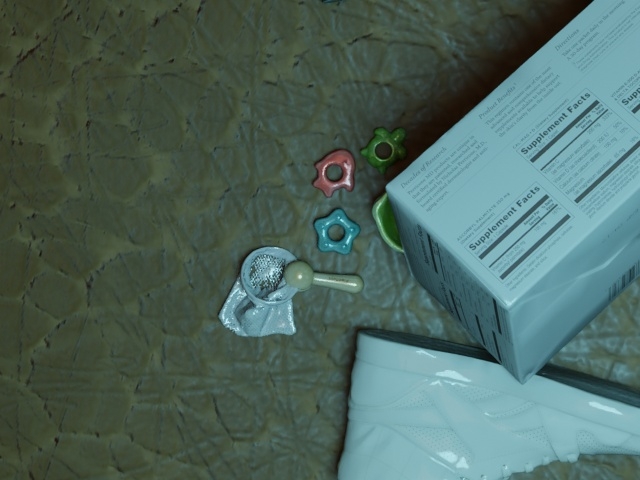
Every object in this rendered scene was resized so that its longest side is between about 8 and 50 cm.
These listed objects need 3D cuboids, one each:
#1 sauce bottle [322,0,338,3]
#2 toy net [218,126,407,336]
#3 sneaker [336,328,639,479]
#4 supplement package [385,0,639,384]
[{"bbox_3d":[0.001,-0.275,1.624,0.042,0.042,0.128,-10,93,3],"label":"sauce bottle"},{"bbox_3d":[0.000,0.000,1.630,0.232,0.045,0.122,-33,90,4],"label":"toy net"},{"bbox_3d":[0.160,0.188,1.603,0.292,0.108,0.169,12,94,12],"label":"sneaker"},{"bbox_3d":[0.204,-0.045,1.499,0.262,0.204,0.145,-41,68,-8],"label":"supplement package"}]
